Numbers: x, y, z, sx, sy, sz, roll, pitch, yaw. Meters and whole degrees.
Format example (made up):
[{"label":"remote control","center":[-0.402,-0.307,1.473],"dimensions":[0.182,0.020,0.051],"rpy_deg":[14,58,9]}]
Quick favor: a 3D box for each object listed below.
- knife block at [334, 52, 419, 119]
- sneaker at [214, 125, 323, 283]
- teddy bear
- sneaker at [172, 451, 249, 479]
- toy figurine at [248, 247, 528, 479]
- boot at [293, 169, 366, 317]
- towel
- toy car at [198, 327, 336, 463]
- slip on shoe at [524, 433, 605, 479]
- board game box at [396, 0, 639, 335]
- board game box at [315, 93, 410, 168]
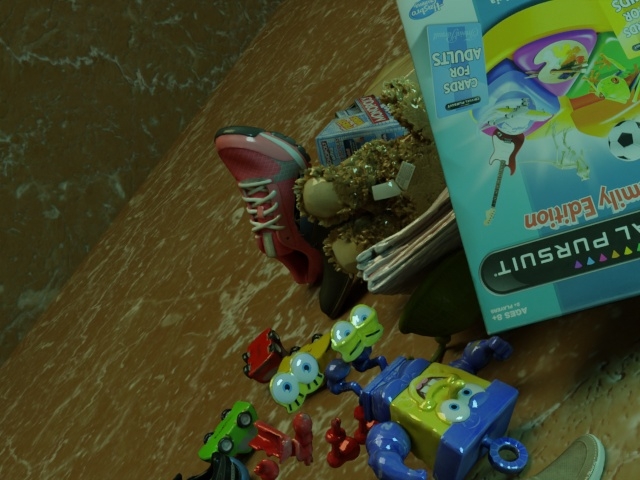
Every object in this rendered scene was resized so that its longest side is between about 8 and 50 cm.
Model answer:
[{"label":"knife block","center":[0.128,-0.223,2.018],"dimensions":[0.276,0.088,0.242],"rpy_deg":[-19,32,51]},{"label":"sneaker","center":[-0.061,-0.048,1.752],"dimensions":[0.116,0.314,0.136],"rpy_deg":[-4,52,35]},{"label":"teddy bear","center":[0.132,-0.086,1.494],"dimensions":[0.338,0.245,0.113],"rpy_deg":[-45,8,7]},{"label":"sneaker","center":[-0.176,0.344,1.478],"dimensions":[0.188,0.078,0.067],"rpy_deg":[-45,19,2]},{"label":"toy figurine","center":[0.125,0.177,1.170],"dimensions":[0.217,0.191,0.363],"rpy_deg":[25,41,31]},{"label":"boot","center":[0.000,0.000,1.656],"dimensions":[0.082,0.106,0.219],"rpy_deg":[-139,60,-74]},{"label":"towel","center":[0.200,-0.051,1.306],"dimensions":[0.317,0.053,0.332],"rpy_deg":[-40,-13,11]},{"label":"toy car","center":[-0.081,0.221,1.577],"dimensions":[0.225,0.053,0.239],"rpy_deg":[-52,19,-20]},{"label":"slip on shoe","center":[0.200,0.221,1.010],"dimensions":[0.135,0.041,0.051],"rpy_deg":[-49,19,-13]},{"label":"board game box","center":[0.239,-0.105,1.081],"dimensions":[0.254,0.335,0.079],"rpy_deg":[-17,-9,16]},{"label":"board game box","center":[0.082,-0.162,1.649],"dimensions":[0.194,0.060,0.194],"rpy_deg":[-14,26,-4]}]
